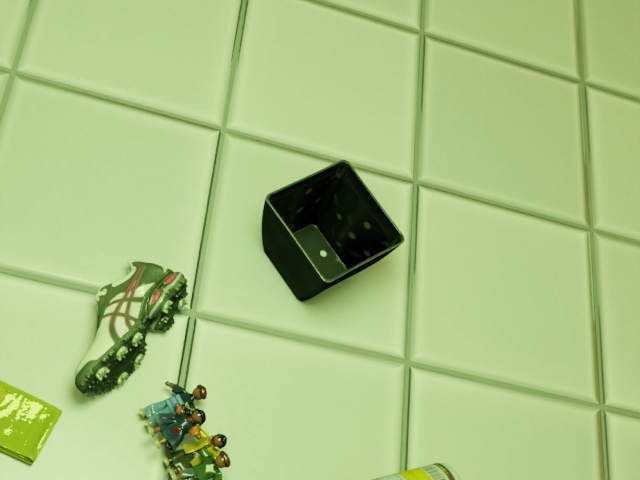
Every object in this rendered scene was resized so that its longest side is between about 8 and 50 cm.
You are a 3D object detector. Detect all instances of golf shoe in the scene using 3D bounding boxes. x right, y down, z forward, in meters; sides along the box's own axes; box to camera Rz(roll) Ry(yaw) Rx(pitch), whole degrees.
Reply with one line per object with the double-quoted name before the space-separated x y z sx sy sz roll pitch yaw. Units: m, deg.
"golf shoe" -0.329 0.141 1.752 0.120 0.105 0.273 26 48 13

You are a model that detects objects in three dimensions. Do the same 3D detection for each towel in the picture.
"towel" -0.524 0.248 1.645 0.237 0.021 0.102 28 56 -5

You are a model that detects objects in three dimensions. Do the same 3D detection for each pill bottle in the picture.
"pill bottle" 0.123 0.437 1.734 0.215 0.117 0.117 -8 65 -25

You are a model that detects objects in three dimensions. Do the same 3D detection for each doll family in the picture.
"doll family" -0.206 0.306 1.703 0.111 0.076 0.193 -27 78 -11

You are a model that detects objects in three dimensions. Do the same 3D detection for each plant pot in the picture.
"plant pot" 0.000 0.000 1.908 0.187 0.167 0.188 -27 75 -32
